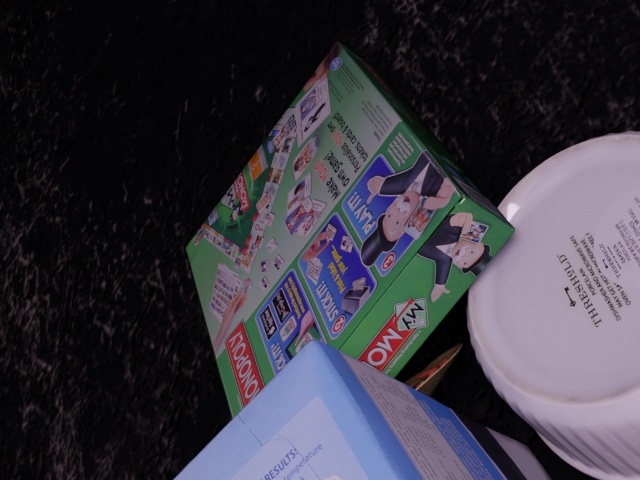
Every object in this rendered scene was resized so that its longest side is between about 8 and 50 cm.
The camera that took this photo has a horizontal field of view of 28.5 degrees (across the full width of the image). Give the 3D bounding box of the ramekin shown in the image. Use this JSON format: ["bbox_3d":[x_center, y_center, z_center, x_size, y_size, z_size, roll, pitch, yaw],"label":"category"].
[{"bbox_3d":[0.183,0.034,0.738,0.207,0.109,0.207,-21,55,32],"label":"ramekin"}]

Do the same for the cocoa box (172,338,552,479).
[{"bbox_3d":[-0.008,0.273,0.689,0.347,0.228,0.231,-46,45,12],"label":"cocoa box"}]

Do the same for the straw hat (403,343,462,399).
[{"bbox_3d":[0.055,0.135,0.824,0.144,0.144,0.061,-40,87,18],"label":"straw hat"}]

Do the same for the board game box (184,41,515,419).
[{"bbox_3d":[0.000,0.000,0.878,0.213,0.046,0.317,-53,25,13],"label":"board game box"}]
